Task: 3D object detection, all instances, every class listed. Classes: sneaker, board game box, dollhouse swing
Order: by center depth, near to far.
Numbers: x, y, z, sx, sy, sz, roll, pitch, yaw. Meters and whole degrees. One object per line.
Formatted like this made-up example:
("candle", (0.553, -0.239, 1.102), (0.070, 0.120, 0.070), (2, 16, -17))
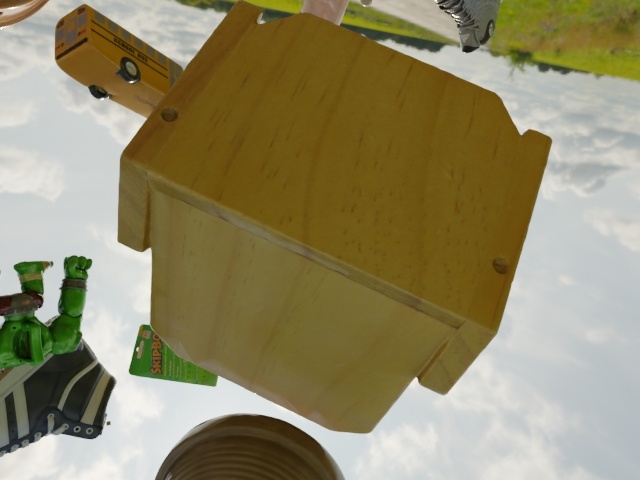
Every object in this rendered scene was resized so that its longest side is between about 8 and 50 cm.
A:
("dollhouse swing", (0.000, 0.000, 0.627), (0.347, 0.305, 0.315), (24, -117, 4))
("sneaker", (-0.396, 0.249, 0.726), (0.099, 0.153, 0.282), (-5, -142, 53))
("sneaker", (0.271, -0.425, 1.056), (0.229, 0.132, 0.086), (-8, -164, -39))
("board game box", (-0.361, 0.293, 1.414), (0.039, 0.124, 0.259), (-3, 161, 41))

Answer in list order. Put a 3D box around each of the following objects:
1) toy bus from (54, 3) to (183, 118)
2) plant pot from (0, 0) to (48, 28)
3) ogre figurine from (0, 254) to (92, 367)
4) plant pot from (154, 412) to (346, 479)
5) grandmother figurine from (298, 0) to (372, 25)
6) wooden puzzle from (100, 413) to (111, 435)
("toy bus", (-0.401, -0.357, 1.220), (0.108, 0.130, 0.333), (-18, 160, 26))
("plant pot", (-0.449, -0.410, 0.706), (0.291, 0.290, 0.203), (-7, -153, -40))
("ogre figurine", (-0.349, 0.086, 0.632), (0.097, 0.118, 0.197), (-14, 177, 20))
("plant pot", (-0.085, 0.322, 0.611), (0.237, 0.237, 0.110), (13, -169, 5))
("grandmother figurine", (0.039, -0.621, 1.272), (0.208, 0.342, 0.104), (24, -121, -9))
("wooden puzzle", (-0.515, 0.413, 1.273), (0.006, 0.049, 0.083), (-17, 143, 35))
